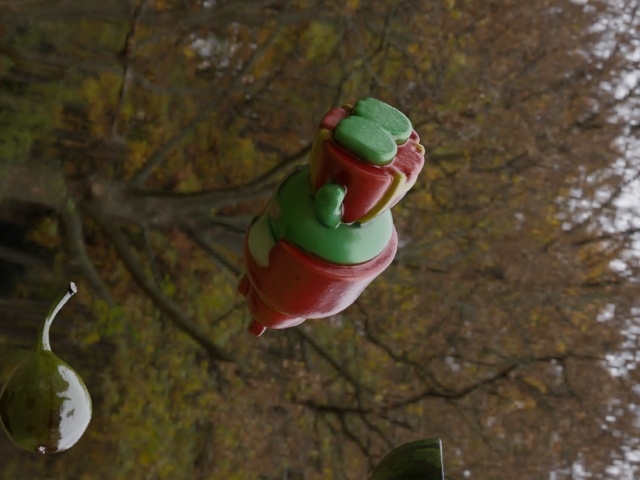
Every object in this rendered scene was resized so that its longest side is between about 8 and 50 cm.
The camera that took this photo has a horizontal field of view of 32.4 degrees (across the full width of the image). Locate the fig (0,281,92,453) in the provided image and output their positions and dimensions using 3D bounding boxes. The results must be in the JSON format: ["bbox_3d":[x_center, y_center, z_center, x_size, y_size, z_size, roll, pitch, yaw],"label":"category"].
[{"bbox_3d":[-0.363,0.165,1.473,0.124,0.124,0.236,133,-40,-63],"label":"fig"}]

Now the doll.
[{"bbox_3d":[-0.001,-0.001,1.292,0.363,0.160,0.182,-52,-174,39],"label":"doll"}]

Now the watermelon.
[{"bbox_3d":[0.135,0.317,1.429,0.125,0.094,0.135,-8,-143,46],"label":"watermelon"}]
